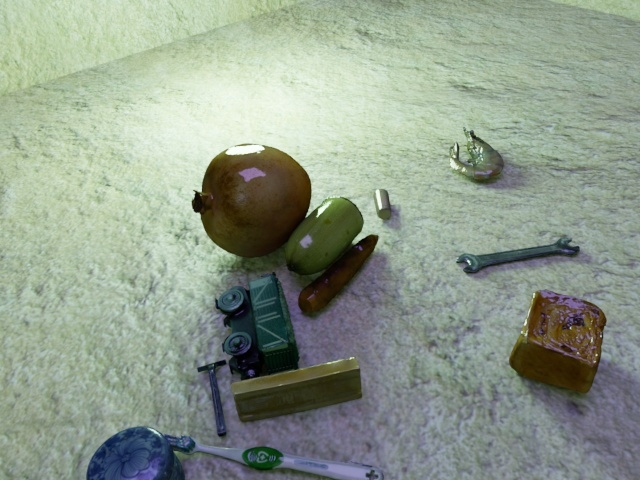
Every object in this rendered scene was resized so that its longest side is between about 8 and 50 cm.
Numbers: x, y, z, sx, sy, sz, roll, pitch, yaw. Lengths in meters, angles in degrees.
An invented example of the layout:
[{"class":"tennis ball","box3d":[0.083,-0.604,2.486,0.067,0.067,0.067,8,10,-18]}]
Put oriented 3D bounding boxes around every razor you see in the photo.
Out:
[{"class":"razor","box3d":[-0.215,0.315,1.168,0.066,0.033,0.190,-15,39,-8]}]

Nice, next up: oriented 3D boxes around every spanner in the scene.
[{"class":"spanner","box3d":[0.485,0.035,1.411,0.301,0.018,0.071,-10,38,-1]}]

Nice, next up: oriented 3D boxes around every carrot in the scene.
[{"class":"carrot","box3d":[0.057,0.072,1.410,0.066,0.066,0.314,20,43,31]}]

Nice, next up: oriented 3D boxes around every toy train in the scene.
[{"class":"toy train","box3d":[-0.140,0.187,1.251,0.154,0.115,0.270,-16,38,-2]}]

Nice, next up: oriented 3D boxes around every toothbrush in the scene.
[{"class":"toothbrush","box3d":[-0.093,0.399,1.044,0.417,0.040,0.042,6,56,11]}]

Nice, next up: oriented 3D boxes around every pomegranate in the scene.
[{"class":"pomegranate","box3d":[-0.179,-0.106,1.468,0.318,0.319,0.319,-5,38,4]}]

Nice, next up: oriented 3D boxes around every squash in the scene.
[{"class":"squash","box3d":[0.000,0.000,1.433,0.132,0.133,0.247,14,39,25]}]

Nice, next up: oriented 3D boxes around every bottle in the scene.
[{"class":"bottle","box3d":[0.175,-0.103,1.616,0.045,0.045,0.097,-5,39,3]}]

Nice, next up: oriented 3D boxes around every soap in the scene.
[{"class":"soap","box3d":[-0.045,0.293,1.117,0.251,0.092,0.037,-11,36,-5]}]

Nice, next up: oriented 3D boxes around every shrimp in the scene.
[{"class":"shrimp","box3d":[0.458,-0.257,1.755,0.145,0.059,0.254,-24,45,-4]}]

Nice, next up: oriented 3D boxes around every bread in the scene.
[{"class":"bread","box3d":[0.462,0.197,1.111,0.158,0.143,0.149,18,52,29]}]

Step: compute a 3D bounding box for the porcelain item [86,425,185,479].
[{"class":"porcelain item","box3d":[-0.321,0.411,1.000,0.147,0.114,0.147,-6,38,4]}]
